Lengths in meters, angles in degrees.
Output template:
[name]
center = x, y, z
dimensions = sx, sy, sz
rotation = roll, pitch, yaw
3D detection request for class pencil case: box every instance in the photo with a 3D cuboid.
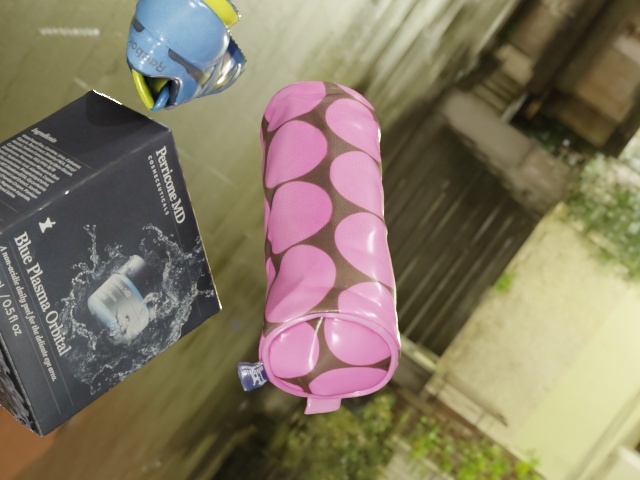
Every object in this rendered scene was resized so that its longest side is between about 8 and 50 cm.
[pencil case]
center = 0.000, 0.000, 0.813
dimensions = 0.098, 0.095, 0.209
rotation = 83, 5, -48

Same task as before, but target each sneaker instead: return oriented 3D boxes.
[sneaker]
center = -0.099, -0.124, 0.882
dimensions = 0.082, 0.069, 0.209
rotation = -51, 180, -4

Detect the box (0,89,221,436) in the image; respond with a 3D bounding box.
[box]
center = -0.165, 0.013, 0.850
dimensions = 0.158, 0.093, 0.156
rotation = -36, 133, -29
